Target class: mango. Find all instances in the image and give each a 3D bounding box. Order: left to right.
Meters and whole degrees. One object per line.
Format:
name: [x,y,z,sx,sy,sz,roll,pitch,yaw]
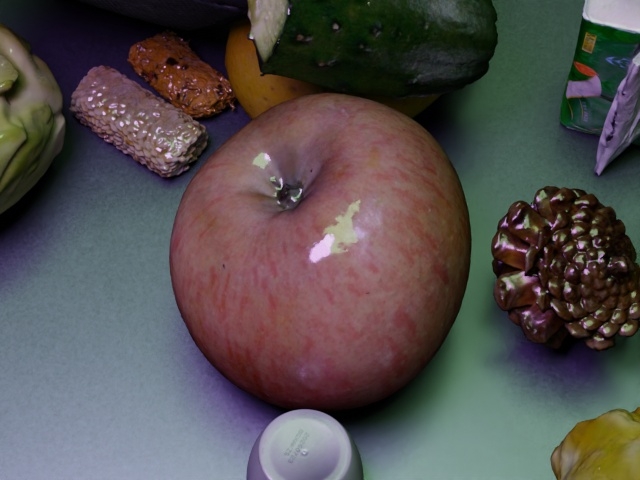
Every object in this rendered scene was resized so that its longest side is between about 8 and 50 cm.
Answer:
mango: [0.052,-0.247,1.668,0.253,0.182,0.365,36,52,25]

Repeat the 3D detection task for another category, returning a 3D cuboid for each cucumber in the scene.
cucumber: [0.076,-0.231,1.477,0.325,0.105,0.145,6,66,-35]

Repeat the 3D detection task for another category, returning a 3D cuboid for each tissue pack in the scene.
tissue pack: [0.356,-0.187,1.600,0.148,0.209,0.156,13,60,7]

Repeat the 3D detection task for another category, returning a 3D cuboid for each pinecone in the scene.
pinecone: [0.258,0.028,1.479,0.150,0.195,0.179,-31,100,15]

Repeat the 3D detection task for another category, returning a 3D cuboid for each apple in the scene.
apple: [0.000,0.000,1.440,0.345,0.269,0.344,0,58,1]

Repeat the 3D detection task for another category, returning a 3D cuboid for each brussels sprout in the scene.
brussels sprout: [-0.456,-0.130,1.546,0.328,0.247,0.328,6,64,-13]

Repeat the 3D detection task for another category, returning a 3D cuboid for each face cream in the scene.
face cream: [-0.015,0.228,1.389,0.117,0.104,0.117,0,59,0]

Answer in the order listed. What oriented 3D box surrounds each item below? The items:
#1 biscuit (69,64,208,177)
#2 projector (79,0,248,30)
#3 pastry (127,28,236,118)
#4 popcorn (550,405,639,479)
biscuit: [-0.212,-0.141,1.652,0.168,0.070,0.082,33,71,17]
projector: [-0.229,-0.463,1.506,0.405,0.242,0.395,14,86,-25]
pastry: [-0.167,-0.197,1.696,0.080,0.056,0.140,-28,55,-26]
popcorn: [0.323,0.278,1.228,0.321,0.325,0.290,25,61,23]
